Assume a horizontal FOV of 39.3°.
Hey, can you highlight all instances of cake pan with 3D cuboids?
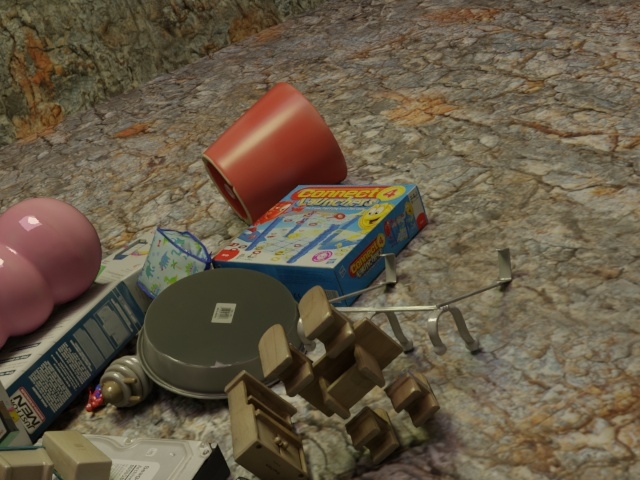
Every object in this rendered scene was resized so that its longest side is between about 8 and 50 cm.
[{"bbox_3d":[-0.164,0.142,1.502,0.293,0.054,0.293,-2,36,1],"label":"cake pan"}]

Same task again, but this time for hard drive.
[{"bbox_3d":[-0.324,0.370,1.245,0.339,0.064,0.237,-3,30,30],"label":"hard drive"}]

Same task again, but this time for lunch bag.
[{"bbox_3d":[-0.268,0.063,1.720,0.096,0.128,0.151,8,19,-40],"label":"lunch bag"}]

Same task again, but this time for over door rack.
[{"bbox_3d":[0.147,0.107,1.416,0.240,0.108,0.324,-3,15,31],"label":"over door rack"}]

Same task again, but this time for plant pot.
[{"bbox_3d":[-0.113,-0.177,2.009,0.243,0.275,0.275,-37,28,-12],"label":"plant pot"}]

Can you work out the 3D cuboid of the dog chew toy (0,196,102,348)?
[{"bbox_3d":[-0.548,0.076,1.603,0.207,0.206,0.332,5,45,41],"label":"dog chew toy"}]

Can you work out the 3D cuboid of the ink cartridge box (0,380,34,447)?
[{"bbox_3d":[-0.575,0.273,1.369,0.201,0.278,0.117,-3,27,32],"label":"ink cartridge box"}]

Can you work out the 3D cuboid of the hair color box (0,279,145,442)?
[{"bbox_3d":[-0.482,0.217,1.593,0.174,0.105,0.347,-14,23,36],"label":"hair color box"}]

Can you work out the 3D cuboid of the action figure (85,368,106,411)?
[{"bbox_3d":[-0.382,0.257,1.550,0.038,0.030,0.115,-29,23,21],"label":"action figure"}]

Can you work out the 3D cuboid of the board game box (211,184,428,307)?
[{"bbox_3d":[0.000,0.000,1.735,0.308,0.086,0.302,2,33,38],"label":"board game box"}]

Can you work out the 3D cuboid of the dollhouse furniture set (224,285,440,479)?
[{"bbox_3d":[-0.005,0.194,1.208,0.242,0.212,0.161,-44,24,11],"label":"dollhouse furniture set"}]

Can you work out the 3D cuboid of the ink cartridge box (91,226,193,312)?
[{"bbox_3d":[-0.367,0.065,1.859,0.212,0.093,0.154,-34,28,-32],"label":"ink cartridge box"}]

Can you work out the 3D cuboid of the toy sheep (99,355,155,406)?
[{"bbox_3d":[-0.316,0.233,1.495,0.091,0.091,0.132,-4,14,29],"label":"toy sheep"}]

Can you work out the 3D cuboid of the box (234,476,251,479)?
[{"bbox_3d":[-0.087,0.380,1.077,0.191,0.045,0.184,6,37,41],"label":"box"}]

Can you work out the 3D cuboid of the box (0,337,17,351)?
[{"bbox_3d":[-0.871,0.230,1.657,0.480,0.297,0.471,-11,24,17],"label":"box"}]

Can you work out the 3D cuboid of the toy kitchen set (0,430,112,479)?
[{"bbox_3d":[-0.411,0.354,1.195,0.207,0.166,0.122,8,6,-39],"label":"toy kitchen set"}]
